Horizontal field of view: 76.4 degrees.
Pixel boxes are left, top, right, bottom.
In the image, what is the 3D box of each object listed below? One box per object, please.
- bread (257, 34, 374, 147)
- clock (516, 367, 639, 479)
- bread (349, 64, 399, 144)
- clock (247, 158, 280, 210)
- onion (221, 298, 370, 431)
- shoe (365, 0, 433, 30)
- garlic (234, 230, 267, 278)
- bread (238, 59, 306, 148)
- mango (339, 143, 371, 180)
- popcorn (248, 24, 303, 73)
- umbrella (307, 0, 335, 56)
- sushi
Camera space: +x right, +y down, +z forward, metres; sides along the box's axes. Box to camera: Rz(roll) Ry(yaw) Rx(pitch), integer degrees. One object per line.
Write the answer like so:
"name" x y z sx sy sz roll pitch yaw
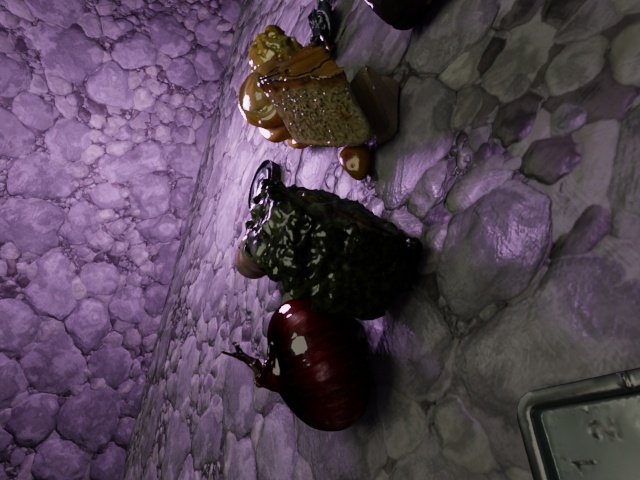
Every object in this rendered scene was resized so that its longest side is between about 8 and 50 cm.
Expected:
"bread" 0.037 -0.386 1.022 0.315 0.248 0.279 9 51 41
"clock" 0.339 0.255 0.361 0.279 0.049 0.273 -39 43 45
"bread" 0.126 -0.322 0.972 0.077 0.105 0.152 -34 46 58
"clock" -0.221 -0.207 1.577 0.215 0.042 0.215 -35 46 48
"onion" -0.035 0.244 0.795 0.273 0.285 0.273 167 90 -72
"shoe" 0.196 -0.690 0.972 0.237 0.171 0.384 -32 56 44
"garlic" -0.167 0.012 1.267 0.245 0.160 0.245 -158 90 -81
"bread" -0.127 -0.435 1.324 0.211 0.270 0.316 114 147 -44
"mango" 0.090 -0.199 1.016 0.080 0.060 0.114 -27 49 32
"popcorn" -0.153 -0.676 1.547 0.249 0.225 0.249 -8 78 43
"umbrella" -0.001 -0.750 1.428 0.143 0.094 0.349 -21 56 50
"sushi" 0.000 0.000 0.833 0.352 0.294 0.178 42 115 55
